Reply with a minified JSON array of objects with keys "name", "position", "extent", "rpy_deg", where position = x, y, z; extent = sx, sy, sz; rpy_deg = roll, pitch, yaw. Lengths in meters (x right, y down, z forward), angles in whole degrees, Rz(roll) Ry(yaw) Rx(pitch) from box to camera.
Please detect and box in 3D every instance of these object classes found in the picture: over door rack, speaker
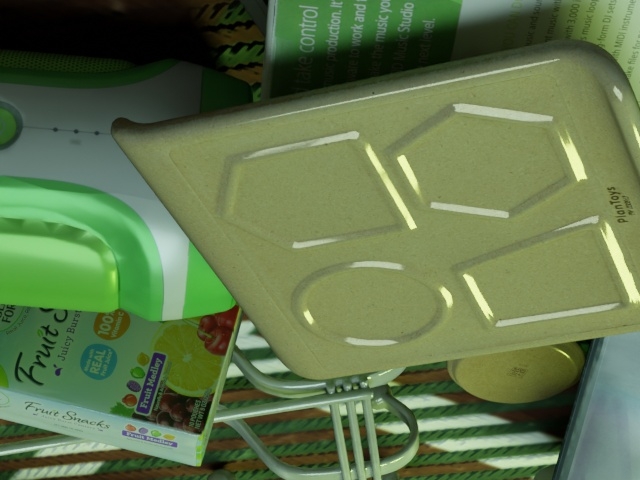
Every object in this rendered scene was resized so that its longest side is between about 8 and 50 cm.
[{"name":"over door rack","position":[-0.102,0.144,1.100],"extent":[0.324,0.108,0.239],"rpy_deg":[-19,145,-7]},{"name":"speaker","position":[-0.183,-0.032,0.861],"extent":[0.296,0.131,0.131],"rpy_deg":[5,145,-4]}]

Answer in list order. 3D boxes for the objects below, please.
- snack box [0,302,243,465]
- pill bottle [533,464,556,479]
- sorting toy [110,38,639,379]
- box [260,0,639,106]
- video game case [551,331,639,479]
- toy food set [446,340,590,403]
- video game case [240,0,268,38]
[{"name":"snack box","position":[-0.118,0.053,0.981],"extent":[0.141,0.100,0.037],"rpy_deg":[14,144,2]},{"name":"pill bottle","position":[0.239,0.153,1.114],"extent":[0.215,0.117,0.117],"rpy_deg":[-18,141,26]},{"name":"sorting toy","position":[0.044,-0.010,0.764],"extent":[0.208,0.038,0.193],"rpy_deg":[-6,145,21]},{"name":"box","position":[0.134,-0.059,0.762],"extent":[0.322,0.058,0.232],"rpy_deg":[3,146,-3]},{"name":"video game case","position":[0.216,0.151,0.974],"extent":[0.196,0.026,0.274],"rpy_deg":[17,121,10]},{"name":"toy food set","position":[0.115,0.068,1.082],"extent":[0.083,0.020,0.083],"rpy_deg":[3,145,-2]},{"name":"video game case","position":[0.119,-0.089,0.821],"extent":[0.244,0.061,0.269],"rpy_deg":[-11,143,20]}]
